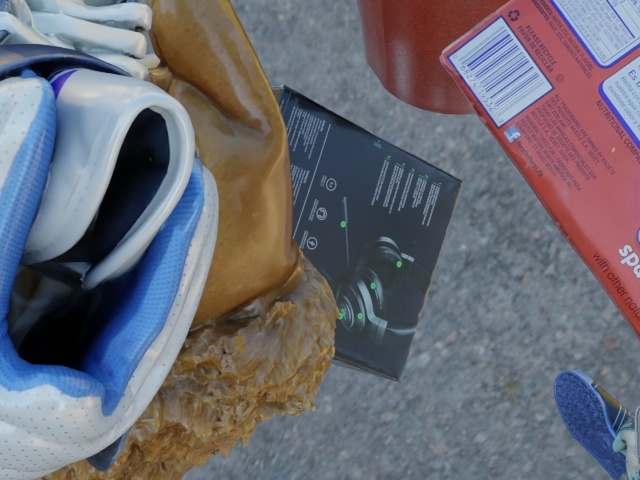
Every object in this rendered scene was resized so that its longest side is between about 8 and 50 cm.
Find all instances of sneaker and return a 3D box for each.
[{"bbox_3d":[0.452,0.294,1.646,0.090,0.081,0.232,-7,57,-48],"label":"sneaker"},{"bbox_3d":[0.436,0.285,1.299,0.110,0.283,0.122,43,100,-9],"label":"sneaker"},{"bbox_3d":[-0.099,-0.063,0.434,0.130,0.236,0.322,24,70,-35],"label":"sneaker"}]

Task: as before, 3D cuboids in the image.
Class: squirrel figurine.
[{"bbox_3d":[-0.200,0.049,0.809,0.370,0.281,0.397,-32,107,-21],"label":"squirrel figurine"}]

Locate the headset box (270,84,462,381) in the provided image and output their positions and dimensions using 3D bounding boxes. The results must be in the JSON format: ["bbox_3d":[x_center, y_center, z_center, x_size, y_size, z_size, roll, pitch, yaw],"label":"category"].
[{"bbox_3d":[0.000,0.000,1.188,0.283,0.131,0.246,23,80,-32],"label":"headset box"}]

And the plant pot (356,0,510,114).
[{"bbox_3d":[0.142,-0.283,1.070,0.273,0.265,0.272,-1,59,2],"label":"plant pot"}]

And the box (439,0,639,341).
[{"bbox_3d":[0.182,-0.017,0.488,0.128,0.122,0.257,-36,87,14],"label":"box"}]
